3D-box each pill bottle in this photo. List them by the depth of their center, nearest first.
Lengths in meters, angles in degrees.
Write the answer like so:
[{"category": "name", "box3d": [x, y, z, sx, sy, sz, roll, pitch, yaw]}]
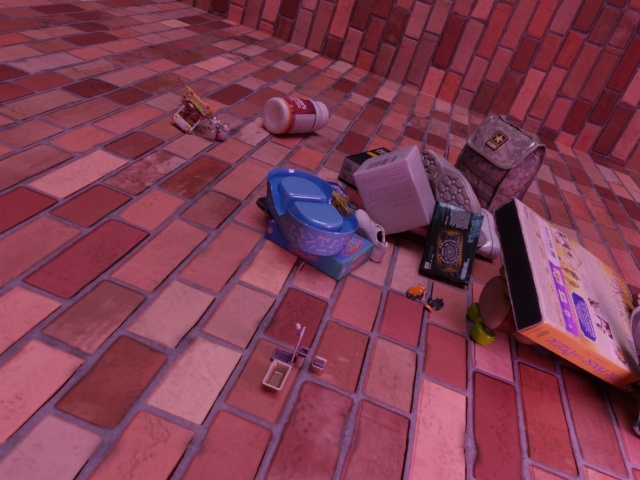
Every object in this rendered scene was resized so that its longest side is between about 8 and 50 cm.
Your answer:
[{"category": "pill bottle", "box3d": [-0.082, -0.430, 1.991, 0.221, 0.121, 0.121, -14, 42, -46]}]

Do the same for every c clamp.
[{"category": "c clamp", "box3d": [-0.089, -0.084, 1.474, 0.137, 0.022, 0.161, 28, 27, 36]}]

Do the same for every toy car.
[{"category": "toy car", "box3d": [0.439, 0.166, 1.240, 0.188, 0.155, 0.149, 28, 28, -5]}]

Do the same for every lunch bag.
[{"category": "lunch bag", "box3d": [0.589, -0.255, 1.928, 0.169, 0.287, 0.235, 0, 34, -32]}]

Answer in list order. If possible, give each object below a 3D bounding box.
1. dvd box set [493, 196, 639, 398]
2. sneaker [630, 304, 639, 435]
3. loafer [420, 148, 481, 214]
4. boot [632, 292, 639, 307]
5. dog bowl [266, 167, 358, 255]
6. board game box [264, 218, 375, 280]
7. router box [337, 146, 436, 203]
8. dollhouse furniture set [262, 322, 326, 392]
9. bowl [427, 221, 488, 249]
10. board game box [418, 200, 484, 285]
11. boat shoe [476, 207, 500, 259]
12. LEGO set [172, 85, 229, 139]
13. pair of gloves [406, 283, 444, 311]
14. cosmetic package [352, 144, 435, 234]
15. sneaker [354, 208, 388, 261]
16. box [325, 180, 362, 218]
[{"category": "dvd box set", "box3d": [0.537, 0.123, 1.210, 0.420, 0.062, 0.307, 28, 45, -28]}, {"category": "sneaker", "box3d": [0.646, 0.281, 1.086, 0.178, 0.124, 0.295, -33, 100, -45]}, {"category": "loafer", "box3d": [0.368, -0.147, 1.615, 0.111, 0.112, 0.319, 24, 29, -33]}, {"category": "boot", "box3d": [0.723, 0.188, 1.271, 0.106, 0.037, 0.114, 34, 45, -23]}, {"category": "dog bowl", "box3d": [-0.030, -0.067, 1.324, 0.166, 0.074, 0.297, 3, 31, -28]}, {"category": "board game box", "box3d": [0.000, 0.000, 1.352, 0.210, 0.047, 0.160, 30, 29, 21]}, {"category": "router box", "box3d": [0.246, -0.176, 1.787, 0.309, 0.081, 0.243, 33, 31, 24]}, {"category": "dollhouse furniture set", "box3d": [-0.038, 0.196, 0.943, 0.091, 0.081, 0.114, 22, 28, 5]}, {"category": "bowl", "box3d": [0.352, -0.002, 1.545, 0.170, 0.080, 0.170, 16, 29, -9]}, {"category": "board game box", "box3d": [0.326, 0.007, 1.434, 0.126, 0.186, 0.026, 18, -15, -3]}, {"category": "boat shoe", "box3d": [0.453, -0.034, 1.662, 0.076, 0.083, 0.226, 15, 29, -10]}, {"category": "LEGO set", "box3d": [-0.401, -0.395, 1.791, 0.132, 0.107, 0.287, 42, 1, -45]}, {"category": "pair of gloves", "box3d": [0.238, 0.130, 1.313, 0.083, 0.010, 0.074, 35, 31, 25]}, {"category": "cosmetic package", "box3d": [0.199, -0.130, 1.516, 0.151, 0.183, 0.151, -13, 18, 24]}, {"category": "sneaker", "box3d": [0.129, -0.023, 1.422, 0.054, 0.061, 0.152, -1, 52, -32]}, {"category": "box", "box3d": [0.047, -0.096, 1.541, 0.054, 0.059, 0.169, 3, 32, -32]}]
